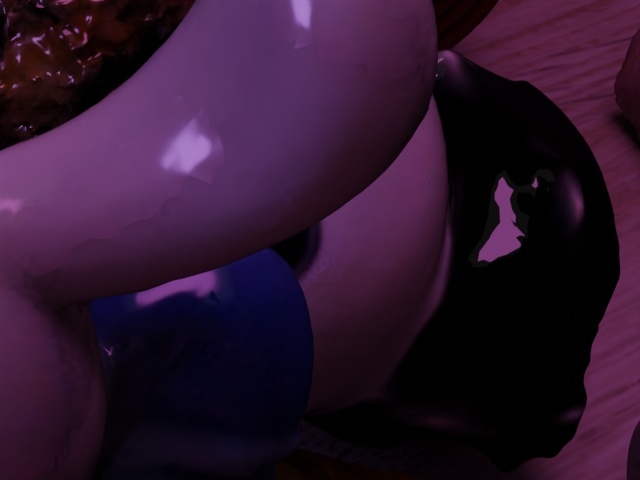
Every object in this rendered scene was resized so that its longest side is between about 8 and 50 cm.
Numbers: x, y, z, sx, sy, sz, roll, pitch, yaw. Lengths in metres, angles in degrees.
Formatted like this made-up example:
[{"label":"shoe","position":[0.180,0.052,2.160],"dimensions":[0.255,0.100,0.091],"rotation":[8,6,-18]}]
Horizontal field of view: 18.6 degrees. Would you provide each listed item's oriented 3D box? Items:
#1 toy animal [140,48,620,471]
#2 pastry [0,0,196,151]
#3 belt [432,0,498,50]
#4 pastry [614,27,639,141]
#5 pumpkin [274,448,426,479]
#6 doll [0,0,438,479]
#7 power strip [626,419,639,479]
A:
[{"label":"toy animal","position":[-0.002,-0.009,0.908],"dimensions":[0.267,0.212,0.212],"rotation":[16,24,-42]},{"label":"pastry","position":[-0.109,-0.100,1.048],"dimensions":[0.193,0.275,0.275],"rotation":[50,28,-19]},{"label":"belt","position":[-0.040,-0.218,1.224],"dimensions":[0.324,0.227,0.115],"rotation":[5,32,-12]},{"label":"pastry","position":[0.274,-0.064,1.206],"dimensions":[0.112,0.103,0.265],"rotation":[-18,41,-26]},{"label":"pumpkin","position":[0.034,0.188,0.760],"dimensions":[0.290,0.095,0.258],"rotation":[14,37,10]},{"label":"doll","position":[-0.135,0.070,0.599],"dimensions":[0.376,0.365,0.187],"rotation":[-4,57,8]},{"label":"power strip","position":[0.197,0.134,0.833],"dimensions":[0.078,0.154,0.154],"rotation":[-15,40,-15]}]
